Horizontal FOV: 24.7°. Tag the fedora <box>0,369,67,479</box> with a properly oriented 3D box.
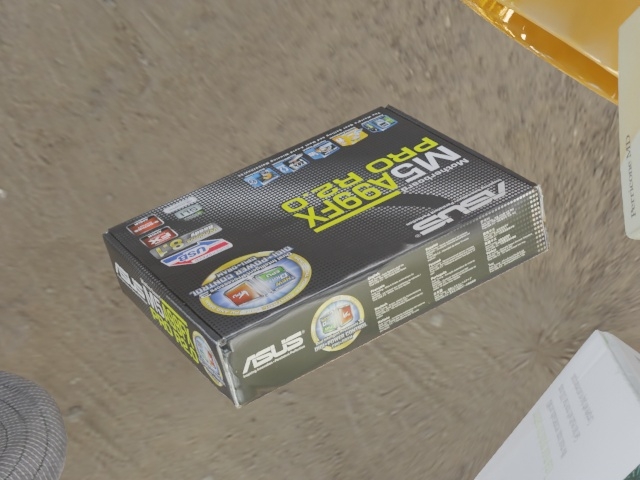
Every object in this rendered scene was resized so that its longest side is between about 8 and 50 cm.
[{"bbox_3d":[-0.207,0.131,0.460,0.243,0.275,0.124,1,101,15],"label":"fedora"}]

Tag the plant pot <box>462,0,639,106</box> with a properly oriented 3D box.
[{"bbox_3d":[0.218,-0.202,0.993,0.205,0.205,0.188,34,96,9],"label":"plant pot"}]

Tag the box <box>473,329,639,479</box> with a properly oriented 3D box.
[{"bbox_3d":[0.022,0.183,0.486,0.058,0.232,0.322,37,97,2],"label":"box"}]

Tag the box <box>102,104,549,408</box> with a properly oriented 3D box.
[{"bbox_3d":[0.000,0.000,1.102,0.270,0.216,0.060,-25,121,-19],"label":"box"}]

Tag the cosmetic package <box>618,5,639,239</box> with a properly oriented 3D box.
[{"bbox_3d":[0.104,-0.040,0.311,0.041,0.115,0.060,4,74,-10],"label":"cosmetic package"}]
